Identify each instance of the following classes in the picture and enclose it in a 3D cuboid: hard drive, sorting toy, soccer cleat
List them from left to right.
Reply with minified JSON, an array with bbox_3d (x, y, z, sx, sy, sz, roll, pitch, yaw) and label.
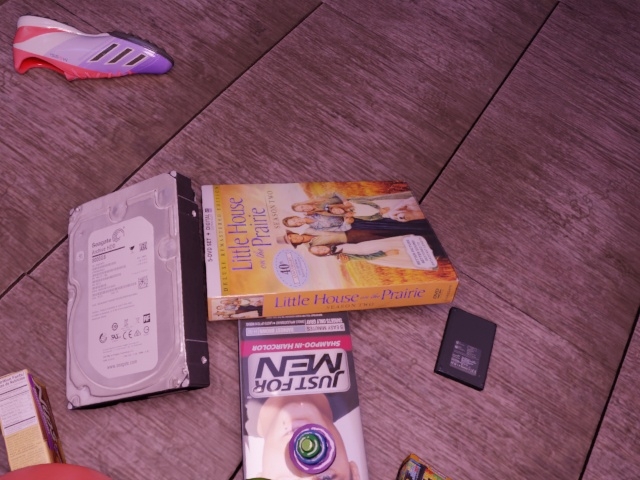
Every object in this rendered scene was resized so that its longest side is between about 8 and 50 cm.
[{"bbox_3d":[-0.472,-0.377,1.142,0.318,0.108,0.116,10,83,-8],"label":"soccer cleat"},{"bbox_3d":[-0.297,0.079,0.868,0.237,0.064,0.339,-15,69,21],"label":"hard drive"},{"bbox_3d":[-0.107,0.384,0.683,0.127,0.126,0.365,34,73,19],"label":"sorting toy"},{"bbox_3d":[0.275,0.201,1.028,0.094,0.022,0.135,22,62,1],"label":"hard drive"}]

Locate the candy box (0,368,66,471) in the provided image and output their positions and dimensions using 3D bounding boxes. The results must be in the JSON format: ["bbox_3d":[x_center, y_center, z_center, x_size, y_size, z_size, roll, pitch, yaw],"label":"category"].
[{"bbox_3d":[-0.419,0.293,0.799,0.053,0.109,0.186,-18,68,-19],"label":"candy box"}]

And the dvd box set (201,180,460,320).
[{"bbox_3d":[0.000,0.000,0.995,0.420,0.062,0.307,-2,40,-12],"label":"dvd box set"}]

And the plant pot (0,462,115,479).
[{"bbox_3d":[-0.332,0.435,0.610,0.275,0.243,0.275,-1,95,-14],"label":"plant pot"}]

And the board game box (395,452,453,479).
[{"bbox_3d":[0.188,0.434,0.842,0.170,0.048,0.141,32,27,6],"label":"board game box"}]

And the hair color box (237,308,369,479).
[{"bbox_3d":[-0.032,0.304,0.865,0.185,0.113,0.374,-2,64,-10],"label":"hair color box"}]
